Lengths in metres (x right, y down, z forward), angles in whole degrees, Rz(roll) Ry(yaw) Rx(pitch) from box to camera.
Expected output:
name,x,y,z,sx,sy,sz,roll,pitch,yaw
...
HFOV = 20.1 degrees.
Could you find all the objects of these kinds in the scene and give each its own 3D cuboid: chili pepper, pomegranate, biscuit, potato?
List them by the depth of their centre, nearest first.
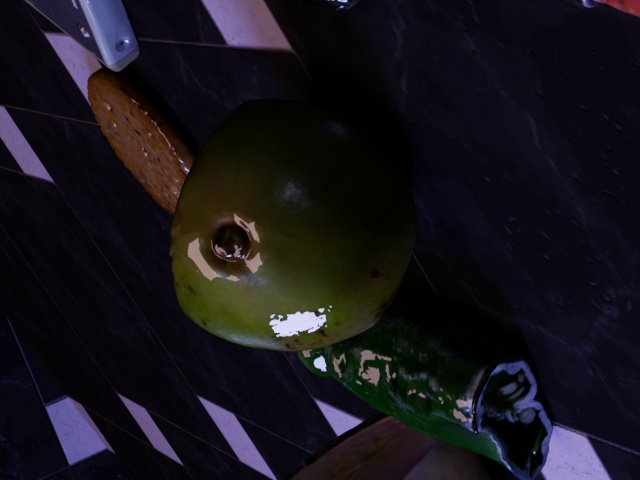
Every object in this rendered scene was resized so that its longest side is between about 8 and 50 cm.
name,x,y,z,sx,sy,sz,roll,pitch,yaw
pomegranate,-0.006,0.009,1.398,0.159,0.190,0.241,18,149,17
chili pepper,0.071,0.099,1.522,0.270,0.099,0.136,25,174,43
potato,0.092,0.309,1.688,0.266,0.229,0.229,54,162,-18
biscuit,-0.171,-0.097,1.837,0.188,0.027,0.188,44,159,21

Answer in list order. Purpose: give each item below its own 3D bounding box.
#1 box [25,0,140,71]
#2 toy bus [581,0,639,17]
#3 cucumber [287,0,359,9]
name,x,y,z,sx,sy,sz,roll,pitch,yaw
box,-0.286,-0.292,1.708,0.270,0.045,0.211,40,160,32
toy bus,0.157,-0.176,0.807,0.077,0.079,0.174,30,153,29
cucumber,-0.050,-0.212,1.250,0.245,0.067,0.067,38,158,41
